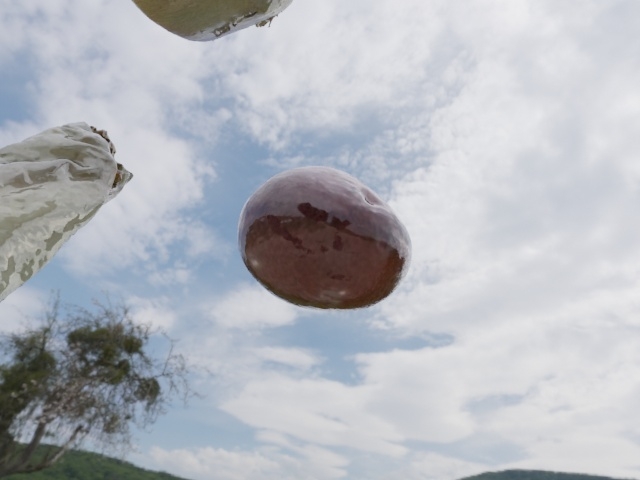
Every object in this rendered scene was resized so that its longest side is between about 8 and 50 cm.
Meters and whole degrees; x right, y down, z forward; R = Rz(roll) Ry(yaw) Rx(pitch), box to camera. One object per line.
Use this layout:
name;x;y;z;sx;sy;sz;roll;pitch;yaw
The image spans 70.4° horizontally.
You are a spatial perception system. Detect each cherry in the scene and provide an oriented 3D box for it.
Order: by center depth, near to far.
cherry;0.000;0.000;0.668;0.286;0.236;0.212;28;-58;40

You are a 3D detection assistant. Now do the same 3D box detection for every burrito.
burrito;-0.270;-0.007;0.366;0.117;0.392;0.076;19;-56;-1

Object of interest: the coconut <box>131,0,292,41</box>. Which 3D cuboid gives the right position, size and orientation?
coconut;-0.104;-0.256;0.384;0.183;0.170;0.171;-3;-36;35
